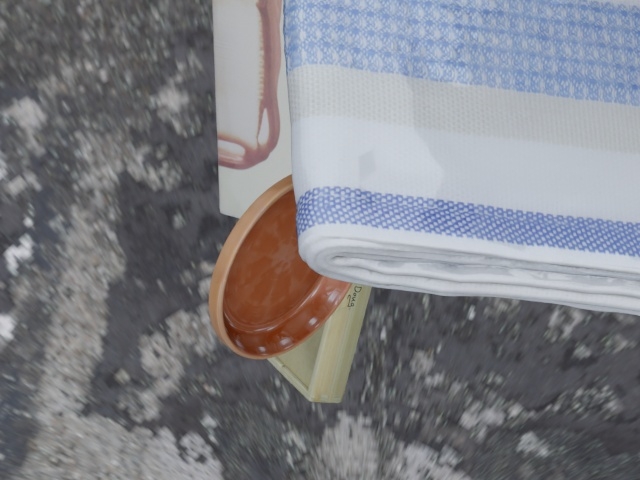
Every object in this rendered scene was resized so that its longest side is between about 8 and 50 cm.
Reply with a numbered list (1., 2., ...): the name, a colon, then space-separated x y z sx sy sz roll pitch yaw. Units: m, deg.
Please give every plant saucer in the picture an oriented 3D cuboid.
1. plant saucer: -0.014 0.008 0.705 0.013 0.083 0.083 32 80 33

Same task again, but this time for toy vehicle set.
1. toy vehicle set: 0.000 0.000 1.669 0.035 0.166 0.267 4 110 -29

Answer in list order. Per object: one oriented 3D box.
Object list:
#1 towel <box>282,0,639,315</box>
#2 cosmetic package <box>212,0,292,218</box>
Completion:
1. towel: 0.086 -0.093 0.683 0.209 0.034 0.285 6 54 -12
2. cosmetic package: 0.009 -0.167 1.320 0.129 0.153 0.296 12 115 29
